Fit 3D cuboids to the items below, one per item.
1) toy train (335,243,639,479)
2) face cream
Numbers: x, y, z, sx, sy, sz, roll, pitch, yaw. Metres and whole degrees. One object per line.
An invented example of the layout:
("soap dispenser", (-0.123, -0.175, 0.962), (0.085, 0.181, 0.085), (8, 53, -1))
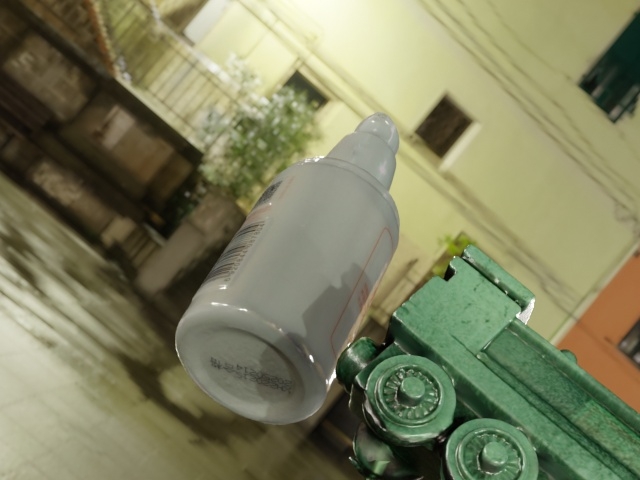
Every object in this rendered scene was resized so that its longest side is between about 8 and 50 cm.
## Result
("toy train", (0.089, 0.088, 0.474), (0.170, 0.111, 0.071), (40, -27, 21))
("face cream", (0.000, 0.000, 0.733), (0.101, 0.252, 0.101), (14, -46, 15))
